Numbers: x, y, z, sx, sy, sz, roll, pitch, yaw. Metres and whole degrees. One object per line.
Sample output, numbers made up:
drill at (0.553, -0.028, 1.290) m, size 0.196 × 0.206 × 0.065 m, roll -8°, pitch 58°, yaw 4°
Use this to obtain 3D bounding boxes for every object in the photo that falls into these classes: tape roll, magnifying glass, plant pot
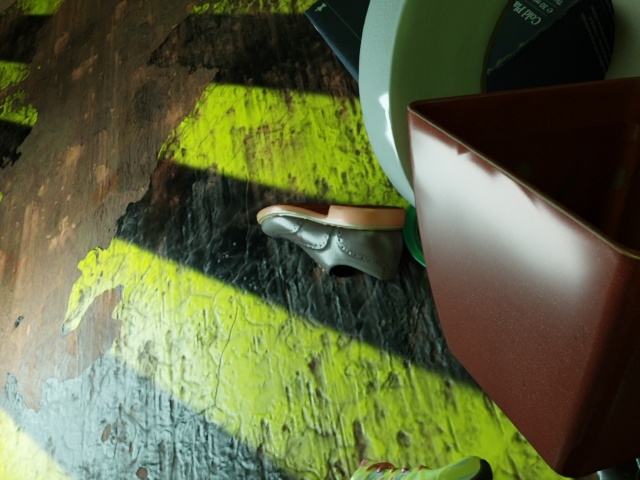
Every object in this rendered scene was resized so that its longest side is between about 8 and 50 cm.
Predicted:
tape roll at (0.224, -0.172, 0.644) m, size 0.392 × 0.392 × 0.072 m, roll -45°, pitch 31°, yaw 3°
magnifying glass at (0.189, 0.015, 0.781) m, size 0.231 × 0.026 × 0.092 m, roll 30°, pitch 120°, yaw 38°
plant pot at (0.236, 0.027, 0.553) m, size 0.268 × 0.235 × 0.267 m, roll -11°, pitch 33°, yaw -19°

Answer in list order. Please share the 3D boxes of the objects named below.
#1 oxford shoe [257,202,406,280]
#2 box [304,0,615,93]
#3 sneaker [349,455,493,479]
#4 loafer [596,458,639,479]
oxford shoe at (0.000, 0.000, 0.905) m, size 0.271 × 0.097 × 0.098 m, roll 6°, pitch 97°, yaw 54°
box at (0.198, -0.269, 0.875) m, size 0.312 × 0.179 × 0.343 m, roll -37°, pitch 46°, yaw 9°
sneaker at (0.073, 0.257, 0.690) m, size 0.209 × 0.081 × 0.094 m, roll -31°, pitch 46°, yaw 16°
loafer at (0.269, 0.235, 0.570) m, size 0.078 × 0.080 × 0.220 m, roll -31°, pitch 38°, yaw 22°
